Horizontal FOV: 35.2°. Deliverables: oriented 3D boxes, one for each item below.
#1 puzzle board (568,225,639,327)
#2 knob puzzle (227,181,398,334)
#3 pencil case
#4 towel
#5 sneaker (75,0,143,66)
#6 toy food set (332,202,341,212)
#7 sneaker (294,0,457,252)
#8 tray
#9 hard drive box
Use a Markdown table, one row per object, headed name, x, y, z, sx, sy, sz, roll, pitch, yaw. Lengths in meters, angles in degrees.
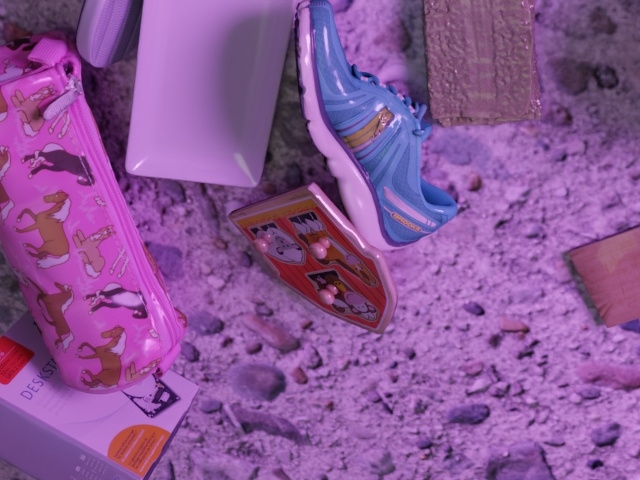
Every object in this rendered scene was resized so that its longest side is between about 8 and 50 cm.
| name | x | y | z | sx | sy | sz | roll | pitch | yaw |
| --- | --- | --- | --- | --- | --- | --- | --- | --- | --- |
| puzzle board | 0.328 | 0.029 | 1.011 | 0.128 | 0.011 | 0.096 | -23 | 108 | 26 |
| knob puzzle | 0.001 | 0.034 | 1.052 | 0.213 | 0.030 | 0.213 | 28 | 150 | 18 |
| pencil case | -0.274 | -0.022 | 1.089 | 0.160 | 0.167 | 0.386 | -25 | 114 | -16 |
| towel | 0.149 | -0.176 | 0.944 | 0.110 | 0.027 | 0.148 | -1 | 119 | 19 |
| sneaker | -0.189 | -0.291 | 0.963 | 0.091 | 0.094 | 0.258 | 41 | 124 | 21 |
| toy food set | 0.000 | 0.000 | 1.092 | 0.082 | 0.020 | 0.083 | -14 | 113 | 23 |
| sneaker | 0.050 | -0.116 | 0.979 | 0.109 | 0.107 | 0.275 | -19 | 120 | 14 |
| tray | -0.109 | -0.180 | 1.001 | 0.145 | 0.030 | 0.271 | 5 | 122 | -13 |
| hard drive box | -0.288 | 0.198 | 1.197 | 0.232 | 0.181 | 0.089 | 28 | 122 | 0 |
